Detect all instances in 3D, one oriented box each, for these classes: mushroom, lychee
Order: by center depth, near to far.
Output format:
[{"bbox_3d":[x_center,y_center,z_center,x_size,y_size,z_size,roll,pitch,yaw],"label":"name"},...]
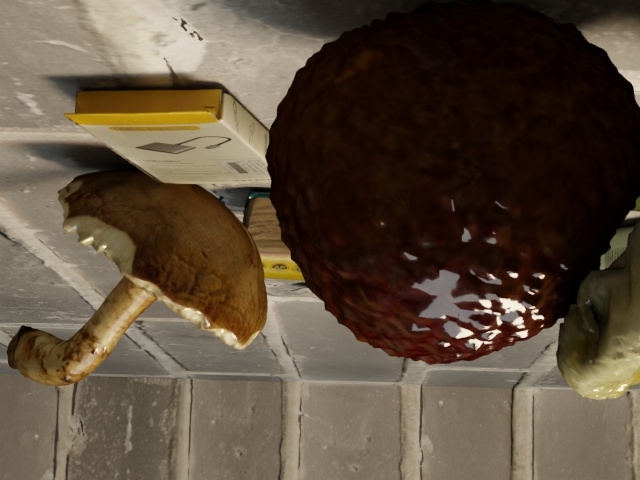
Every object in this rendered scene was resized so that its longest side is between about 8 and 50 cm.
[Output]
[{"bbox_3d":[0.090,-0.040,1.088,0.261,0.260,0.260,2,169,0],"label":"lychee"},{"bbox_3d":[-0.167,0.067,1.612,0.208,0.233,0.301,-10,139,-28],"label":"mushroom"}]

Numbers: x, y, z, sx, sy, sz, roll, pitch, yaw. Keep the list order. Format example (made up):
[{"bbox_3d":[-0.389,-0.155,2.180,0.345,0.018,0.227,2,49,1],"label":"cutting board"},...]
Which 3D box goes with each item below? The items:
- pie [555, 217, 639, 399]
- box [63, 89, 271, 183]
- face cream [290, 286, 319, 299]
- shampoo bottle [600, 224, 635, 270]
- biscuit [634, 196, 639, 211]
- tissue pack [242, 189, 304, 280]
[{"bbox_3d":[0.270,-0.028,1.031,0.075,0.337,0.337,42,-178,18],"label":"pie"},{"bbox_3d":[-0.114,-0.089,1.397,0.129,0.033,0.247,1,169,13],"label":"box"},{"bbox_3d":[0.015,0.075,2.281,0.115,0.020,0.038,12,166,-32],"label":"face cream"},{"bbox_3d":[0.396,0.015,1.725,0.085,0.085,0.262,11,166,-41],"label":"shampoo bottle"},{"bbox_3d":[0.296,-0.050,1.526,0.323,0.038,0.099,8,165,-27],"label":"biscuit"},{"bbox_3d":[0.000,0.000,1.716,0.169,0.082,0.120,3,171,-6],"label":"tissue pack"}]
